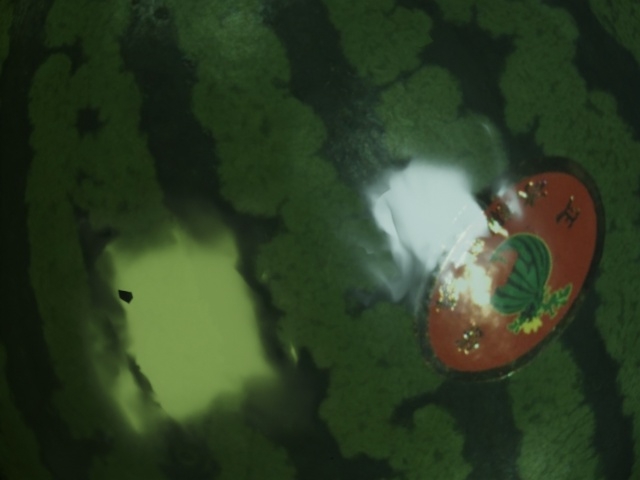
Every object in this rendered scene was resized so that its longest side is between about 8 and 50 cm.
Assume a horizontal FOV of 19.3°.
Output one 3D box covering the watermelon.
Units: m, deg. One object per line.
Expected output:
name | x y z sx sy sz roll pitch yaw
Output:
watermelon | 0.000 0.000 0.470 0.212 0.212 0.212 18 128 25
